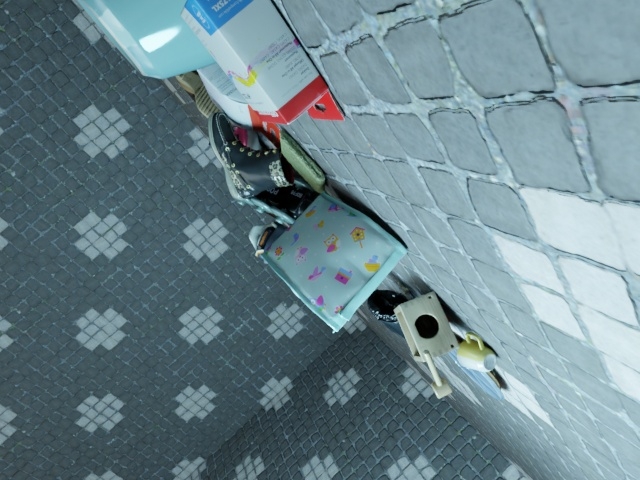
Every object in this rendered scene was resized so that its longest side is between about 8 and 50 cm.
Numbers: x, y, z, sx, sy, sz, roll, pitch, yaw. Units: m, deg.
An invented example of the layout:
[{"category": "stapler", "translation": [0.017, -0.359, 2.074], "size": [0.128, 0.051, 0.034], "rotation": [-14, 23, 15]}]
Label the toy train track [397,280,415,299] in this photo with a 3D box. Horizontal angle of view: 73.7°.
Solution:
[{"category": "toy train track", "translation": [0.232, 0.144, 1.134], "size": [0.083, 0.014, 0.048], "rotation": [48, 174, -5]}]

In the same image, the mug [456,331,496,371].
[{"category": "mug", "translation": [0.322, 0.236, 0.879], "size": [0.078, 0.062, 0.064], "rotation": [42, 168, -18]}]

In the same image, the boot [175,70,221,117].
[{"category": "boot", "translation": [-0.313, -0.412, 1.271], "size": [0.248, 0.090, 0.207], "rotation": [46, -174, 10]}]

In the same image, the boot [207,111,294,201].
[{"category": "boot", "translation": [-0.174, -0.227, 1.086], "size": [0.085, 0.179, 0.236], "rotation": [-43, -60, -59]}]

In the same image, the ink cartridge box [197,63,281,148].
[{"category": "ink cartridge box", "translation": [-0.195, -0.316, 1.059], "size": [0.232, 0.066, 0.189], "rotation": [52, 174, 1]}]

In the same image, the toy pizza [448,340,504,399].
[{"category": "toy pizza", "translation": [0.377, 0.307, 1.055], "size": [0.201, 0.032, 0.201], "rotation": [49, 175, 6]}]

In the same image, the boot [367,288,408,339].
[{"category": "boot", "translation": [0.199, 0.192, 1.168], "size": [0.207, 0.094, 0.246], "rotation": [43, 178, -31]}]

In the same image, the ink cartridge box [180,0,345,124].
[{"category": "ink cartridge box", "translation": [-0.077, -0.238, 0.585], "size": [0.231, 0.078, 0.134], "rotation": [51, 174, -27]}]

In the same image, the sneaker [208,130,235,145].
[{"category": "sneaker", "translation": [-0.322, -0.350, 1.616], "size": [0.131, 0.112, 0.319], "rotation": [32, -174, -32]}]

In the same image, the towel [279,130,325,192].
[{"category": "towel", "translation": [-0.041, -0.176, 0.970], "size": [0.148, 0.027, 0.110], "rotation": [48, 173, 8]}]

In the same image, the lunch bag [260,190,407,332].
[{"category": "lunch bag", "translation": [0.035, 0.045, 0.907], "size": [0.160, 0.223, 0.262], "rotation": [46, 175, -42]}]

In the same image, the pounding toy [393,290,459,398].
[{"category": "pounding toy", "translation": [0.247, 0.219, 0.909], "size": [0.181, 0.094, 0.205], "rotation": [74, 175, -75]}]

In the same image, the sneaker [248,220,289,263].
[{"category": "sneaker", "translation": [-0.092, 0.028, 1.163], "size": [0.128, 0.126, 0.321], "rotation": [35, 168, -36]}]

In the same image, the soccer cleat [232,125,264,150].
[{"category": "soccer cleat", "translation": [-0.209, -0.264, 1.327], "size": [0.331, 0.143, 0.115], "rotation": [136, 129, -66]}]

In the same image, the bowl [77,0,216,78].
[{"category": "bowl", "translation": [-0.313, -0.414, 0.748], "size": [0.311, 0.163, 0.311], "rotation": [48, 174, 7]}]

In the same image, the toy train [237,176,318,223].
[{"category": "toy train", "translation": [-0.106, -0.116, 1.222], "size": [0.334, 0.142, 0.190], "rotation": [26, 174, 39]}]
